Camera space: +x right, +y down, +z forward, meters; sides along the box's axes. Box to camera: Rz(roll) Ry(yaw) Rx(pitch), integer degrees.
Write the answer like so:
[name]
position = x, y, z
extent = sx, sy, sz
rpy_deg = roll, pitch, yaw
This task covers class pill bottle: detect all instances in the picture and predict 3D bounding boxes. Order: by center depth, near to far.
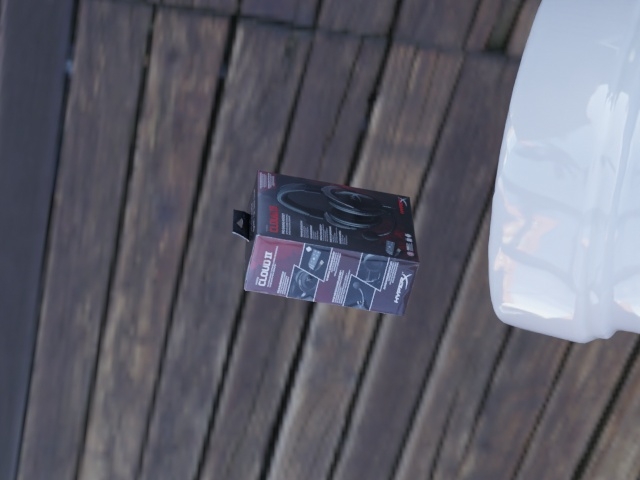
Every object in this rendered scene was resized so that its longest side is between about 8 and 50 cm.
[pill bottle]
position = 0.206, -0.007, 0.560
extent = 0.278, 0.162, 0.162
rpy_deg = 11, 136, 17

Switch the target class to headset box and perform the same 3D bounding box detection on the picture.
[headset box]
position = 0.000, 0.000, 0.787
extent = 0.083, 0.062, 0.032
rpy_deg = 11, 119, -7
